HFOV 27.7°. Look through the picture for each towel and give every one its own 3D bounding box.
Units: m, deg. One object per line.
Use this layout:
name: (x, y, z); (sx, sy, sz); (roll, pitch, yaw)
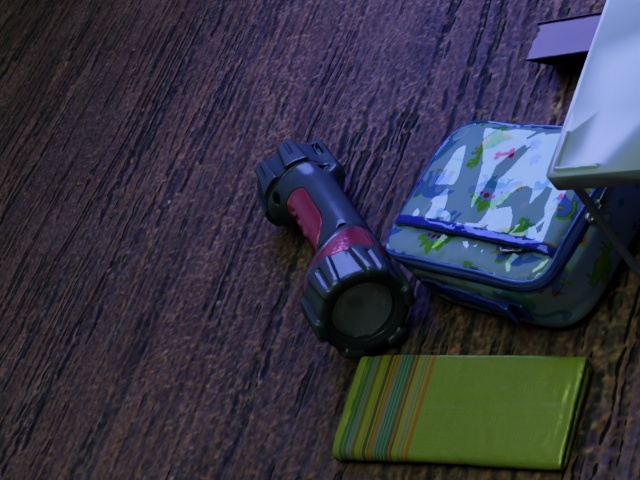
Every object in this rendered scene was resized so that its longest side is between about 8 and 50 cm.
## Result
towel: (0.116, 0.146, 1.106); (0.237, 0.021, 0.102); (-5, 56, 41)

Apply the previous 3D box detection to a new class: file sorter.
file sorter: (0.336, -0.115, 1.022); (0.193, 0.173, 0.277); (-4, 51, 41)

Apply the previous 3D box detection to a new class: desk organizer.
desk organizer: (0.271, -0.191, 1.275); (0.130, 0.047, 0.050); (-2, 55, 44)

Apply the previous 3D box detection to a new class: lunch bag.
lunch bag: (0.173, -0.018, 1.159); (0.219, 0.090, 0.176); (16, 68, 52)

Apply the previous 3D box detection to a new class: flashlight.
flashlight: (0.000, 0.000, 1.307); (0.304, 0.103, 0.103); (-124, 39, -58)
